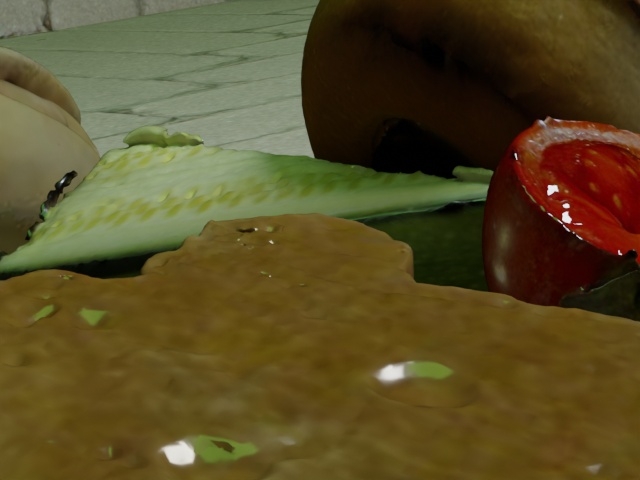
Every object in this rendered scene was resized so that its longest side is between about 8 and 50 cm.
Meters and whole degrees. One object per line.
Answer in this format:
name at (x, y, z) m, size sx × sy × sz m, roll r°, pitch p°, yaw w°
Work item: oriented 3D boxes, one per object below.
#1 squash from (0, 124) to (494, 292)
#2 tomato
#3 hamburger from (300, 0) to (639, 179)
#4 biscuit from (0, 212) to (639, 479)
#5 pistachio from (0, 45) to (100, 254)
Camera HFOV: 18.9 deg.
squash at (0.000, 0.000, 0.871) m, size 0.252 × 0.093 × 0.169 m, roll -9°, pitch 22°, yaw 18°
tomato at (0.126, 0.031, 0.703) m, size 0.159 × 0.091 × 0.139 m, roll 27°, pitch 27°, yaw 10°
hamburger at (0.090, -0.063, 0.861) m, size 0.237 × 0.237 × 0.147 m, roll 6°, pitch 41°, yaw 48°
biscuit at (-0.029, 0.076, 0.546) m, size 0.269 × 0.051 × 0.376 m, roll 4°, pitch 23°, yaw 5°
pistachio at (-0.252, -0.020, 1.003) m, size 0.293 × 0.181 × 0.162 m, roll -16°, pitch 52°, yaw -27°
